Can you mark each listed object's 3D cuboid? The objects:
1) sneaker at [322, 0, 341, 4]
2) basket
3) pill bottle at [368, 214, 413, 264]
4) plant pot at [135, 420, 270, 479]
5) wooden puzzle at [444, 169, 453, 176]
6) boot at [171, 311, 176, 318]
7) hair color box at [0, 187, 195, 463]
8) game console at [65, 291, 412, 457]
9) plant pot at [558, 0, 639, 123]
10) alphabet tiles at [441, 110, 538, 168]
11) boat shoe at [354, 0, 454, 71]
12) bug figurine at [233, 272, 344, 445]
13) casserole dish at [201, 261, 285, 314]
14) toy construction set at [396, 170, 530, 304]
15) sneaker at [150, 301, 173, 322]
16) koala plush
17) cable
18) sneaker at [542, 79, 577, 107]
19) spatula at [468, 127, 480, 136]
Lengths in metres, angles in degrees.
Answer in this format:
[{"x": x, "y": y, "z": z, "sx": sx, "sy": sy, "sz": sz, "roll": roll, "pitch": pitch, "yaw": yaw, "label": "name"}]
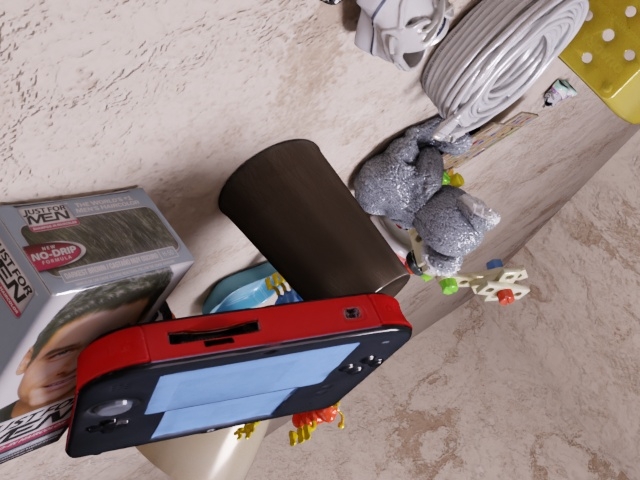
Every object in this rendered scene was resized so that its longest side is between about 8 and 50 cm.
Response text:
[{"x": -0.007, "y": -0.236, "z": 0.664, "sx": 0.170, "sy": 0.063, "sz": 0.075, "roll": -33, "pitch": 157, "yaw": -36, "label": "sneaker"}, {"x": 0.000, "y": 0.000, "z": 1.025, "sx": 0.154, "sy": 0.227, "sz": 0.204, "roll": -44, "pitch": 162, "yaw": 17, "label": "basket"}, {"x": 0.078, "y": 0.056, "z": 1.534, "sx": 0.221, "sy": 0.124, "sz": 0.124, "roll": -46, "pitch": 163, "yaw": 21, "label": "pill bottle"}, {"x": -0.188, "y": 0.294, "z": 1.450, "sx": 0.274, "sy": 0.256, "sz": 0.256, "roll": -57, "pitch": 164, "yaw": -1, "label": "plant pot"}, {"x": 0.239, "y": -0.117, "z": 1.615, "sx": 0.116, "sy": 0.014, "sz": 0.078, "roll": -36, "pitch": 164, "yaw": -8, "label": "wooden puzzle"}, {"x": -0.250, "y": 0.139, "z": 1.173, "sx": 0.084, "sy": 0.059, "sz": 0.158, "roll": -25, "pitch": 168, "yaw": -48, "label": "boot"}, {"x": -0.318, "y": 0.114, "z": 0.845, "sx": 0.185, "sy": 0.113, "sz": 0.374, "roll": -16, "pitch": 151, "yaw": -54, "label": "hair color box"}, {"x": -0.106, "y": 0.177, "z": 0.942, "sx": 0.386, "sy": 0.060, "sz": 0.342, "roll": -5, "pitch": 149, "yaw": -24, "label": "game console"}, {"x": 0.485, "y": -0.325, "z": 1.226, "sx": 0.187, "sy": 0.212, "sz": 0.212, "roll": -17, "pitch": 154, "yaw": -53, "label": "plant pot"}, {"x": 0.311, "y": -0.190, "z": 1.478, "sx": 0.198, "sy": 0.009, "sz": 0.237, "roll": -33, "pitch": 172, "yaw": 26, "label": "alphabet tiles"}, {"x": 0.091, "y": -0.231, "z": 0.756, "sx": 0.095, "sy": 0.084, "sz": 0.258, "roll": -55, "pitch": 178, "yaw": 2, "label": "boat shoe"}, {"x": -0.063, "y": 0.200, "z": 1.250, "sx": 0.216, "sy": 0.279, "sz": 0.072, "roll": -25, "pitch": 152, "yaw": 33, "label": "bug figurine"}, {"x": -0.131, "y": 0.086, "z": 1.316, "sx": 0.188, "sy": 0.037, "sz": 0.114, "roll": -21, "pitch": 156, "yaw": -48, "label": "casserole dish"}, {"x": 0.251, "y": -0.002, "z": 1.466, "sx": 0.215, "sy": 0.328, "sz": 0.151, "roll": 24, "pitch": 120, "yaw": -42, "label": "toy construction set"}, {"x": -0.282, "y": 0.166, "z": 1.071, "sx": 0.111, "sy": 0.121, "sz": 0.300, "roll": -54, "pitch": 160, "yaw": -48, "label": "sneaker"}, {"x": 0.184, "y": -0.059, "z": 1.277, "sx": 0.203, "sy": 0.221, "sz": 0.196, "roll": -23, "pitch": 158, "yaw": -43, "label": "koala plush"}, {"x": 0.268, "y": -0.274, "z": 1.121, "sx": 0.257, "sy": 0.089, "sz": 0.257, "roll": -27, "pitch": 159, "yaw": -39, "label": "cable"}, {"x": 0.504, "y": -0.308, "z": 1.645, "sx": 0.098, "sy": 0.038, "sz": 0.069, "roll": -1, "pitch": 141, "yaw": -51, "label": "sneaker"}, {"x": 0.277, "y": -0.219, "z": 1.381, "sx": 0.084, "sy": 0.030, "sz": 0.296, "roll": -57, "pitch": 168, "yaw": 0, "label": "spatula"}]
